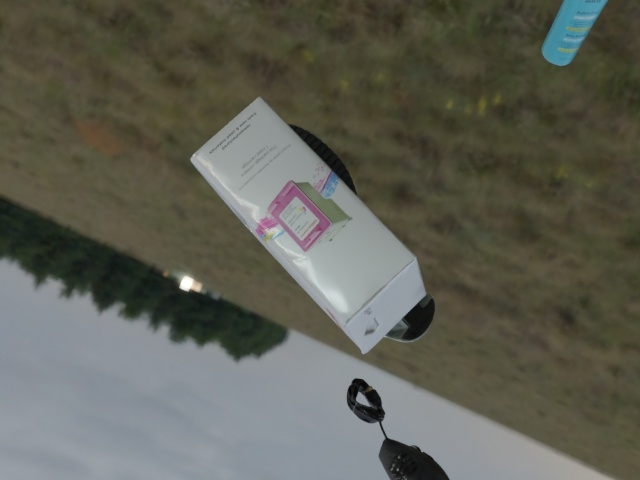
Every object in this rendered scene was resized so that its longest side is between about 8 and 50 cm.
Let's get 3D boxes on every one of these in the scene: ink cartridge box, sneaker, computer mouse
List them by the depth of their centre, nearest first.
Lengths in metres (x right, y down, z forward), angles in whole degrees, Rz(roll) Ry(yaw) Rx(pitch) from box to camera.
[{"bbox_3d":[-0.003,-0.005,0.603,0.122,0.052,0.088,48,177,16],"label":"ink cartridge box"},{"bbox_3d":[0.084,0.208,1.192,0.071,0.041,0.242,28,-166,-30],"label":"computer mouse"},{"bbox_3d":[0.000,0.000,1.460,0.330,0.122,0.146,55,154,-17],"label":"sneaker"}]

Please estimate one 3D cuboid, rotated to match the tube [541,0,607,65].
[{"bbox_3d":[0.389,-0.346,1.691,0.080,0.052,0.207,-9,151,-16],"label":"tube"}]
